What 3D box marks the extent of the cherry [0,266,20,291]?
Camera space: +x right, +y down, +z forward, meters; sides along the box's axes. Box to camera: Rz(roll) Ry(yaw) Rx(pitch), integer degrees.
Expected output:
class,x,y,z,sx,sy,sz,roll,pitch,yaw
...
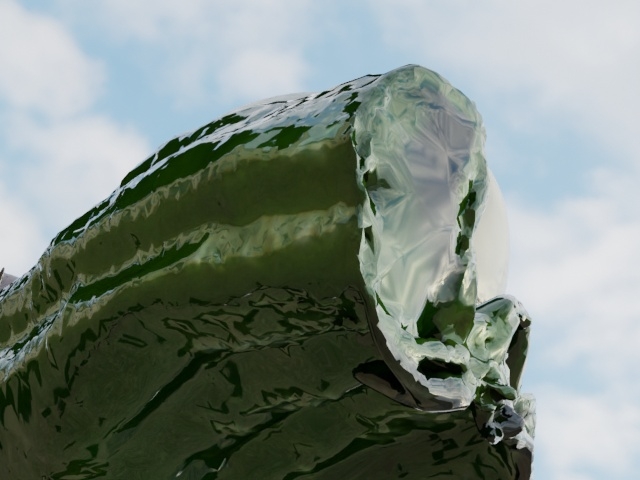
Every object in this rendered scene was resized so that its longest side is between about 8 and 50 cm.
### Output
class,x,y,z,sx,sy,sz,roll,pitch,yaw
cherry,-0.331,0.107,1.593,0.140,0.176,0.176,24,-34,16

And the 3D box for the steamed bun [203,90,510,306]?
class,x,y,z,sx,sy,sz,roll,pitch,yaw
steamed bun,0.000,0.000,1.400,0.324,0.206,0.324,-4,-28,-2

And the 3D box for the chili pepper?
class,x,y,z,sx,sy,sz,roll,pitch,yaw
chili pepper,-0.034,0.044,0.682,0.213,0.167,0.385,11,-23,-29
